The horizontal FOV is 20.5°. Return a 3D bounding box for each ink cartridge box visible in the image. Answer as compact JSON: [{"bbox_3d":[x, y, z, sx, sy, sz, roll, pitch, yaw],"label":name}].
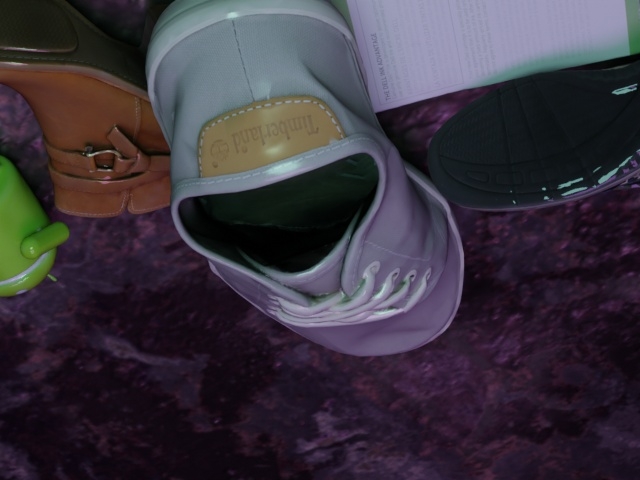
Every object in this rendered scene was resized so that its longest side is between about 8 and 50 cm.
[{"bbox_3d":[0.074,-0.165,1.079,0.235,0.056,0.171,-12,136,4],"label":"ink cartridge box"}]

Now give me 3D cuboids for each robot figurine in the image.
[{"bbox_3d":[-0.214,-0.010,1.152,0.101,0.067,0.115,2,141,24],"label":"robot figurine"}]

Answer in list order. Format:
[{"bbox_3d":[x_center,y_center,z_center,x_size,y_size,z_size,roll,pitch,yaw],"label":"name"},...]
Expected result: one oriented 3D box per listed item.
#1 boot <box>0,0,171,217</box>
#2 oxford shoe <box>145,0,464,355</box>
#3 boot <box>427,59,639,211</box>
[{"bbox_3d":[-0.159,-0.077,1.099,0.197,0.073,0.152,4,137,-14],"label":"boot"},{"bbox_3d":[0.000,0.000,1.122,0.169,0.130,0.449,-17,153,6],"label":"oxford shoe"},{"bbox_3d":[0.200,-0.058,1.159,0.236,0.085,0.178,-18,164,11],"label":"boot"}]
